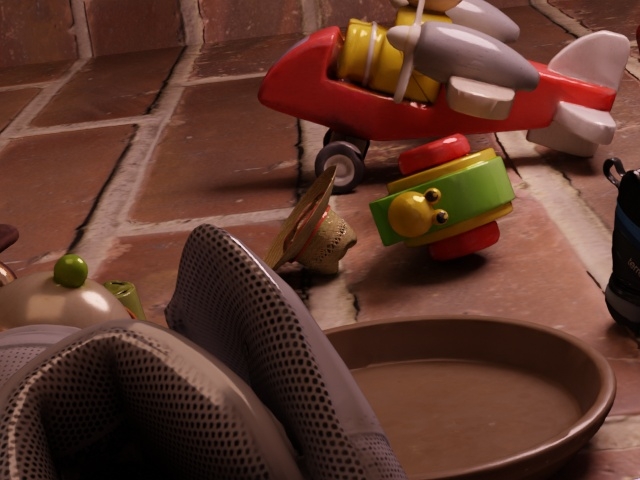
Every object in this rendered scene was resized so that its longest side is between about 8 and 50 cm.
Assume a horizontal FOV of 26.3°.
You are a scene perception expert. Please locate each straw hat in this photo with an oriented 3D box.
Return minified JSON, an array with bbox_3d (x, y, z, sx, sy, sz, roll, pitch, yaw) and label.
[{"bbox_3d":[0.000,0.000,1.285,0.061,0.144,0.144,33,14,-8],"label":"straw hat"}]

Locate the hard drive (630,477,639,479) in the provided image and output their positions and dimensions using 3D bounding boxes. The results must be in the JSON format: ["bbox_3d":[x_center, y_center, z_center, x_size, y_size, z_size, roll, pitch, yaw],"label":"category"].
[{"bbox_3d":[0.136,0.206,0.426,0.210,0.040,0.318,-17,33,-26],"label":"hard drive"}]

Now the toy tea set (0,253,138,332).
[{"bbox_3d":[-0.181,0.094,0.686,0.200,0.124,0.336,9,20,-17],"label":"toy tea set"}]

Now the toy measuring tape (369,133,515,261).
[{"bbox_3d":[0.145,-0.051,1.330,0.121,0.121,0.330,0,9,22],"label":"toy measuring tape"}]

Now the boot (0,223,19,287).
[{"bbox_3d":[-0.352,0.017,1.325,0.248,0.090,0.207,-3,18,25],"label":"boot"}]

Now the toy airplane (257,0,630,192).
[{"bbox_3d":[0.166,-0.215,1.583,0.384,0.273,0.386,-18,19,-36],"label":"toy airplane"}]

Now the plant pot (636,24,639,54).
[{"bbox_3d":[0.473,-0.162,1.352,0.235,0.267,0.267,-9,10,46],"label":"plant pot"}]

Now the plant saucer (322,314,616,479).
[{"bbox_3d":[0.058,0.114,0.918,0.277,0.041,0.278,-7,15,2],"label":"plant saucer"}]

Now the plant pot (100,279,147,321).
[{"bbox_3d":[-0.164,0.076,1.070,0.083,0.079,0.083,-6,17,2],"label":"plant pot"}]

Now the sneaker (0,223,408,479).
[{"bbox_3d":[-0.061,0.079,0.419,0.137,0.210,0.366,-31,38,-16],"label":"sneaker"}]

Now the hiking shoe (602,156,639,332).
[{"bbox_3d":[0.348,0.009,0.989,0.304,0.132,0.113,3,19,29],"label":"hiking shoe"}]
